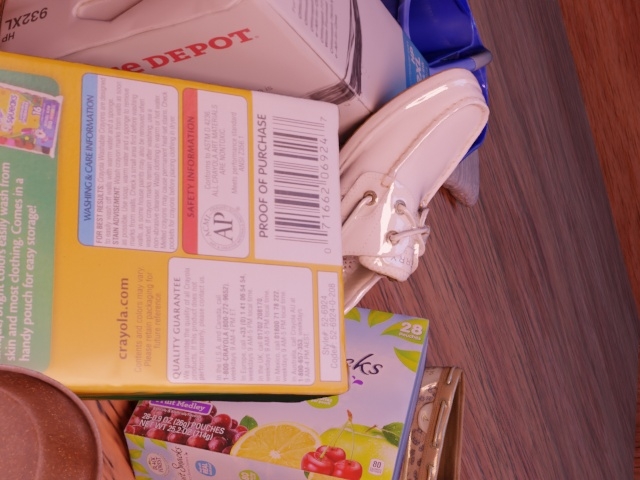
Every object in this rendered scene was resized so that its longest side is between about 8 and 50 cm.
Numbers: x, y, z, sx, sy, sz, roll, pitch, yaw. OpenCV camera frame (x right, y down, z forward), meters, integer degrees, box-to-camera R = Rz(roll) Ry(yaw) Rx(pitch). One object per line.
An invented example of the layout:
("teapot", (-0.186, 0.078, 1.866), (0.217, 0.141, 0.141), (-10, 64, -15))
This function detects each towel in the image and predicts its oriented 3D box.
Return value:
("towel", (0.205, -0.211, 1.595), (0.187, 0.049, 0.282), (29, 58, -58))

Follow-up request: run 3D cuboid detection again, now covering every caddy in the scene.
("caddy", (0.134, -0.221, 1.293), (0.341, 0.179, 0.241), (-38, 117, -62))

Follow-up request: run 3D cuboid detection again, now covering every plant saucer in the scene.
("plant saucer", (-0.212, 0.142, 0.519), (0.198, 0.036, 0.199), (-25, 133, -31))

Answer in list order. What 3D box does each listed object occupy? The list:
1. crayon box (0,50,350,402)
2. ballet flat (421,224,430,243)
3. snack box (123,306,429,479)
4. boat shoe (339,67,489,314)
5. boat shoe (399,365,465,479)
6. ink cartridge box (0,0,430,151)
("crayon box", (-0.144, -0.003, 0.622), (0.323, 0.083, 0.203), (6, 75, -27))
("ballet flat", (0.132, -0.019, 1.387), (0.114, 0.041, 0.041), (62, 32, -37))
("snack box", (-0.028, 0.127, 0.801), (0.174, 0.207, 0.070), (-68, 164, -46))
("boat shoe", (0.040, -0.005, 0.752), (0.096, 0.277, 0.098), (50, 15, 33))
("boat shoe", (0.147, 0.302, 1.259), (0.104, 0.089, 0.285), (12, 72, -64))
("ink cartridge box", (-0.066, -0.137, 0.788), (0.307, 0.223, 0.129), (36, 49, -56))
